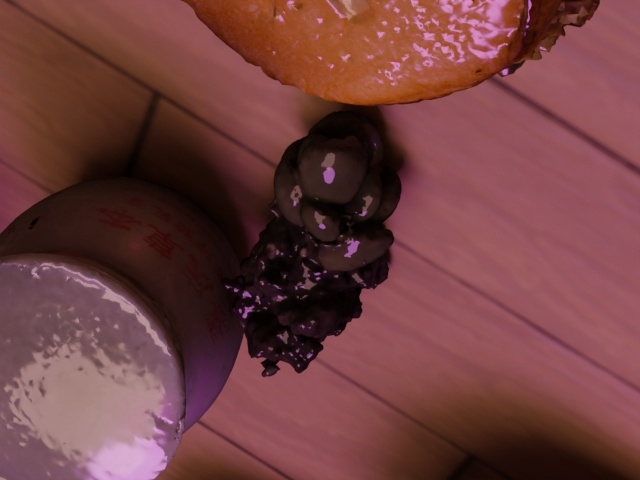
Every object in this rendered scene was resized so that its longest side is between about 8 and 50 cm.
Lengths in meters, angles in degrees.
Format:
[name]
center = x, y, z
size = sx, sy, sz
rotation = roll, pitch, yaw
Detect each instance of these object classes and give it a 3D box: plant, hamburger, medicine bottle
[plant]
center = 0.000, 0.000, 0.899
size = 0.087, 0.085, 0.174
rotation = 9, 140, -7
[hamburger]
center = 0.028, -0.140, 0.666
size = 0.191, 0.118, 0.182
rotation = 11, 143, 34
[medicine bottle]
center = -0.121, 0.051, 0.952
size = 0.147, 0.143, 0.147
rotation = 4, 110, 12
